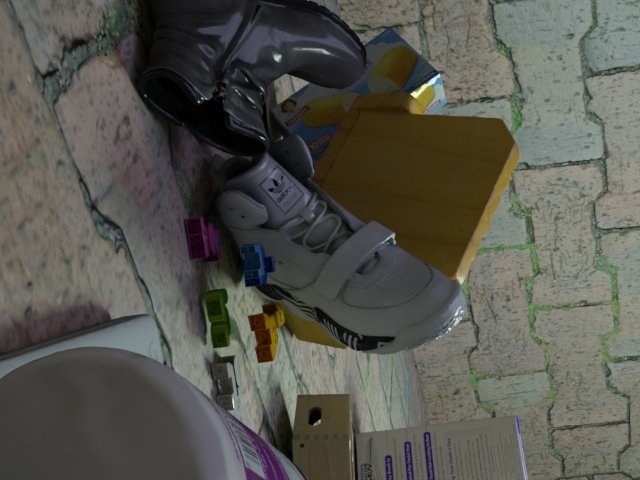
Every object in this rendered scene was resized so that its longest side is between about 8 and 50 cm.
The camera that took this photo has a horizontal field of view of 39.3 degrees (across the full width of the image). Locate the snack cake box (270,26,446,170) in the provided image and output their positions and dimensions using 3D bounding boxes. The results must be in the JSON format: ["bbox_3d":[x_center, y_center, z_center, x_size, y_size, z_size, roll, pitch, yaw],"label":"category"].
[{"bbox_3d":[0.066,-0.233,1.556,0.152,0.264,0.089,51,-6,32],"label":"snack cake box"}]

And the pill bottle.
[{"bbox_3d":[-0.087,0.187,0.541,0.301,0.169,0.169,61,23,-60],"label":"pill bottle"}]

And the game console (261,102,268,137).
[{"bbox_3d":[-0.119,-0.202,1.121,0.124,0.085,0.144,73,11,-71],"label":"game console"}]

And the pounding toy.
[{"bbox_3d":[0.003,0.339,1.351,0.181,0.094,0.206,-84,172,-70],"label":"pounding toy"}]

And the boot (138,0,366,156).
[{"bbox_3d":[-0.076,-0.193,1.075,0.338,0.118,0.222,17,59,-38],"label":"boot"}]

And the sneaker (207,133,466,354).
[{"bbox_3d":[0.000,0.000,1.080,0.137,0.366,0.210,-45,129,-24],"label":"sneaker"}]

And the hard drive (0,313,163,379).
[{"bbox_3d":[-0.177,0.172,0.645,0.307,0.040,0.203,-12,93,-79],"label":"hard drive"}]

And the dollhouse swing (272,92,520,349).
[{"bbox_3d":[0.131,-0.007,1.356,0.346,0.305,0.315,-62,153,-22],"label":"dollhouse swing"}]

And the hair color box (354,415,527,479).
[{"bbox_3d":[0.247,0.479,1.831,0.110,0.339,0.185,70,15,-53],"label":"hair color box"}]

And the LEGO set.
[{"bbox_3d":[-0.088,0.077,1.067,0.093,0.087,0.227,-31,113,-78],"label":"LEGO set"}]
